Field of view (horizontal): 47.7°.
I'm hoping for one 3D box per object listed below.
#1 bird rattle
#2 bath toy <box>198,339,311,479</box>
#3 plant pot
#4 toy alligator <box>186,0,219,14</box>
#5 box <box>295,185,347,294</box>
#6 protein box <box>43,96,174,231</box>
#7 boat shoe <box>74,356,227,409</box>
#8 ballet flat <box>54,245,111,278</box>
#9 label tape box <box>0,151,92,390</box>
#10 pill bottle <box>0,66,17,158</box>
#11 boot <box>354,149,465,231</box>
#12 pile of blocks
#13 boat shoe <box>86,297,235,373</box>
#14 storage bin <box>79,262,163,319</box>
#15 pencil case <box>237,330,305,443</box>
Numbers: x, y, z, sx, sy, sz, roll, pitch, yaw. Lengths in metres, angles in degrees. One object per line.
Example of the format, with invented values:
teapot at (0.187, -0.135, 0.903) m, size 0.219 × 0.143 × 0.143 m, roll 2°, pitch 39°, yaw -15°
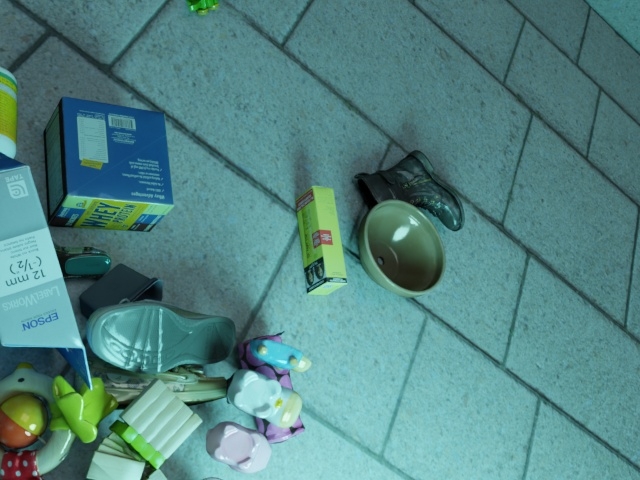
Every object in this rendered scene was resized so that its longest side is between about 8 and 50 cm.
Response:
bird rattle at (-0.449, 0.310, 1.136) m, size 0.207 × 0.143 × 0.253 m, roll 35°, pitch 89°, yaw 15°
bath toy at (-0.138, 0.347, 1.281) m, size 0.151 × 0.129 × 0.348 m, roll 32°, pitch 71°, yaw -16°
plant pot at (0.171, 0.030, 1.707) m, size 0.238 × 0.110 × 0.237 m, roll 15°, pitch 62°, yaw -30°
toy alligator at (-0.265, -0.592, 1.742) m, size 0.051 × 0.056 × 0.189 m, roll 22°, pitch 45°, yaw 25°
box at (0.000, 0.000, 1.619) m, size 0.058 × 0.087 × 0.232 m, roll 6°, pitch 66°, yaw -32°
protein box at (-0.402, -0.138, 1.370) m, size 0.200 × 0.136 × 0.201 m, roll 4°, pitch 66°, yaw -34°
boat shoe at (-0.289, 0.250, 1.285) m, size 0.285 × 0.105 × 0.089 m, roll 7°, pitch 68°, yaw -32°
ballet flat at (-0.472, 0.038, 1.291) m, size 0.189 × 0.070 × 0.070 m, roll 6°, pitch 65°, yaw -38°
label tape box at (-0.466, 0.052, 1.089) m, size 0.115 × 0.249 × 0.347 m, roll -18°, pitch 110°, yaw -29°
pill bottle at (-0.598, -0.198, 1.275) m, size 0.118 × 0.118 × 0.208 m, roll 6°, pitch 66°, yaw -33°
boot at (0.222, -0.093, 1.830) m, size 0.229 × 0.091 × 0.263 m, roll -33°, pitch 85°, yaw -35°
pile of blocks at (-0.324, 0.400, 1.165) m, size 0.149 × 0.113 × 0.362 m, roll 26°, pitch 72°, yaw -25°
boat shoe at (-0.284, 0.162, 1.266) m, size 0.320 × 0.103 × 0.118 m, roll 9°, pitch 91°, yaw -55°
storage bin at (-0.366, 0.111, 1.316) m, size 0.091 × 0.098 × 0.135 m, roll 32°, pitch 49°, yaw 16°
pencil case at (-0.091, 0.289, 1.418) m, size 0.098 × 0.095 × 0.209 m, roll 9°, pitch 64°, yaw -56°
